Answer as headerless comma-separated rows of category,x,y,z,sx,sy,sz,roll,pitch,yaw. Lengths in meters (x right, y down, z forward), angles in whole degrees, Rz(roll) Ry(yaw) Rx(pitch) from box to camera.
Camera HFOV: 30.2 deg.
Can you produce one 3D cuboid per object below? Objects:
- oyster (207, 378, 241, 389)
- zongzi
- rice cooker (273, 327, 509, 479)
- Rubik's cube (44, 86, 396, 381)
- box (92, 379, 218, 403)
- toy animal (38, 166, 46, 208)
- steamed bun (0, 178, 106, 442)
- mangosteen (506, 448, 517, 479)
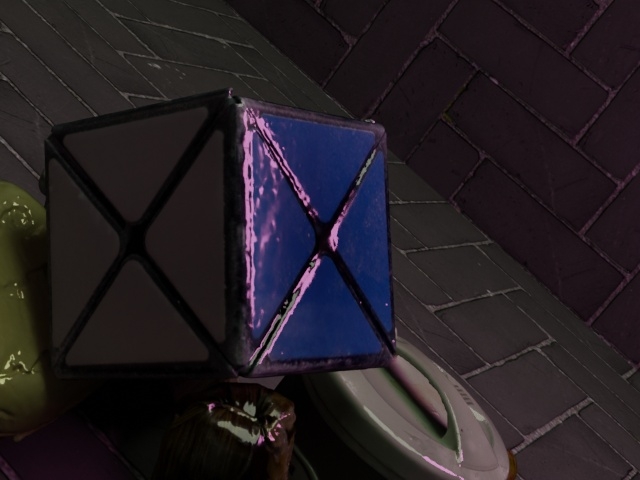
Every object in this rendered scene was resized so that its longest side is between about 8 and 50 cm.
oyster,-0.127,0.179,1.526,0.191,0.081,0.163,39,13,-8
zongzi,-0.093,0.243,1.143,0.134,0.286,0.288,14,14,1
rice cooker,0.053,0.254,1.355,0.288,0.277,0.288,33,20,-14
Rubik's cube,-0.096,0.006,1.164,0.255,0.260,0.259,-4,-7,35
box,-0.156,0.061,1.415,0.143,0.184,0.273,0,20,34
toy animal,-0.275,-0.006,1.512,0.156,0.204,0.208,17,21,31
steamed bun,-0.352,0.074,1.202,0.273,0.166,0.232,55,35,-3
mangosteen,0.165,0.310,1.567,0.200,0.200,0.200,33,18,-13
